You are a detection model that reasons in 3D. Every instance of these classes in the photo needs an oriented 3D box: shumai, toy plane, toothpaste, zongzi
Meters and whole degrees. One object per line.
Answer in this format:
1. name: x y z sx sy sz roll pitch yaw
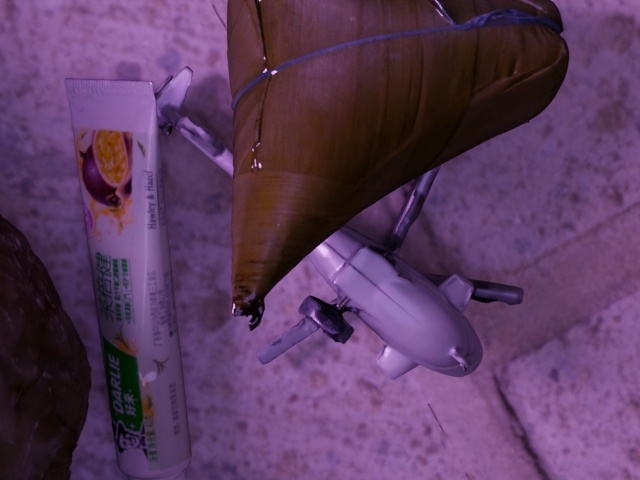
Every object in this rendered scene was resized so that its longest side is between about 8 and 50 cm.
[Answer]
1. shumai: -0.250 0.145 0.926 0.217 0.283 0.346 10 100 -11
2. toy plane: 0.006 -0.009 1.026 0.182 0.107 0.273 -32 105 -1
3. toothpaste: -0.122 0.047 1.042 0.058 0.056 0.314 -7 106 -6
4. zongzi: 0.051 -0.057 0.968 0.228 0.115 0.256 7 61 -15
